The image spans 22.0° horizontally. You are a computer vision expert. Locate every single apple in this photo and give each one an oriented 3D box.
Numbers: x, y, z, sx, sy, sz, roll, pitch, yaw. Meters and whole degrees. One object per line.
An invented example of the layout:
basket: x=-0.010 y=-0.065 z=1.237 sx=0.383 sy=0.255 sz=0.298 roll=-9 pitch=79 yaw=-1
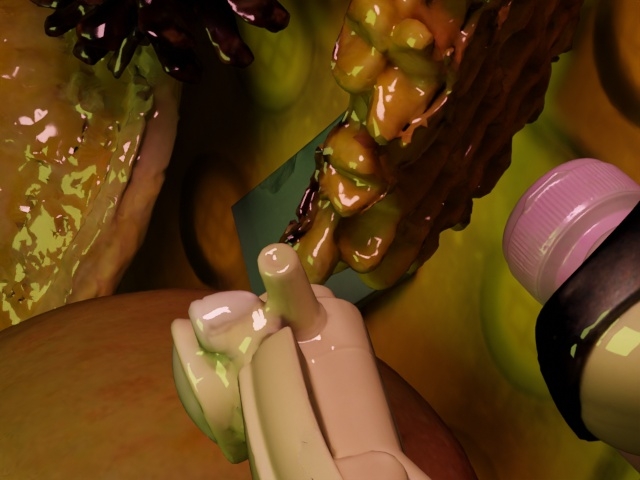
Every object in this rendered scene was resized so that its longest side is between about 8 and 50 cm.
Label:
apple: x=-0.084 y=0.191 z=0.813 sx=0.338 sy=0.305 sz=0.338 roll=14 pitch=108 yaw=52

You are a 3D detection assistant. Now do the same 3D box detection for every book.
book: x=0.000 y=0.000 z=0.914 sx=0.135 sy=0.017 sz=0.103 roll=-37 pitch=63 yaw=49

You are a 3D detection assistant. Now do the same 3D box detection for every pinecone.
pinecone: x=-0.075 y=-0.174 z=0.839 sx=0.208 sy=0.208 sz=0.207 roll=11 pitch=104 yaw=53

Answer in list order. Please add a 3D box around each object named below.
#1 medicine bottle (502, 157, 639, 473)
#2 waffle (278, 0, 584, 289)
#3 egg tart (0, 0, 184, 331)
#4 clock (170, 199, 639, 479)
medicine bottle: x=0.155 y=0.052 z=0.622 sx=0.219 sy=0.115 sz=0.078 roll=48 pitch=132 yaw=39
waffle: x=0.067 y=-0.093 z=0.644 sx=0.051 sy=0.231 sz=0.228 roll=26 pitch=120 yaw=16
egg tart: x=-0.203 y=-0.059 z=1.026 sx=0.341 sy=0.132 sz=0.341 roll=-32 pitch=49 yaw=47
clock: x=0.109 y=0.058 z=0.499 sx=0.276 sy=0.379 sz=0.120 roll=43 pitch=162 yaw=34
